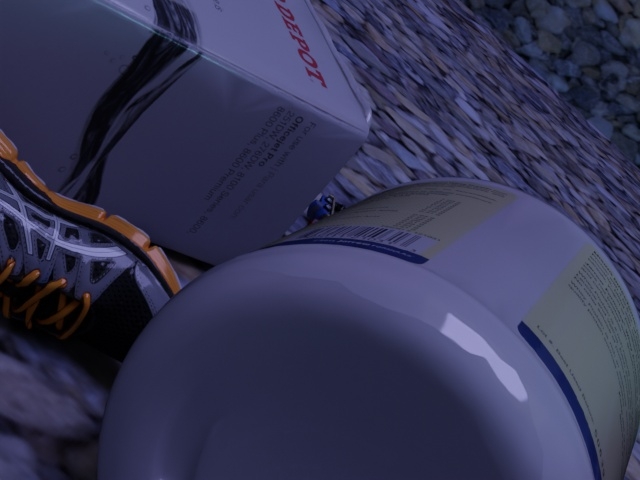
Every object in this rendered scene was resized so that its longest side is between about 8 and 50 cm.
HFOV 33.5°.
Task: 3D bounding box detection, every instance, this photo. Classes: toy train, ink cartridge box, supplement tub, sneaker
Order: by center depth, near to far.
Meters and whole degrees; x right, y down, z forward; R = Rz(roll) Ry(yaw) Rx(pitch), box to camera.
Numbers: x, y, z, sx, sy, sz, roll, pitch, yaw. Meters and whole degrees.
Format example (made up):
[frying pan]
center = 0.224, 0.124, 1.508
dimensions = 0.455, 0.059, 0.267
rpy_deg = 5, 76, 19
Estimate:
[supplement tub]
center = 0.055, 0.091, 0.594
dimensions = 0.235, 0.235, 0.325
rpy_deg = 46, 24, 8
[sneaker]
center = -0.169, 0.010, 0.595
dimensions = 0.215, 0.084, 0.083
rpy_deg = 36, 37, -5
[ink cartridge box]
center = -0.188, -0.173, 0.753
dimensions = 0.395, 0.166, 0.285
rpy_deg = 23, 31, -36
[toy train]
center = 0.000, 0.000, 0.930
dimensions = 0.036, 0.027, 0.158
rpy_deg = 27, 26, -7
